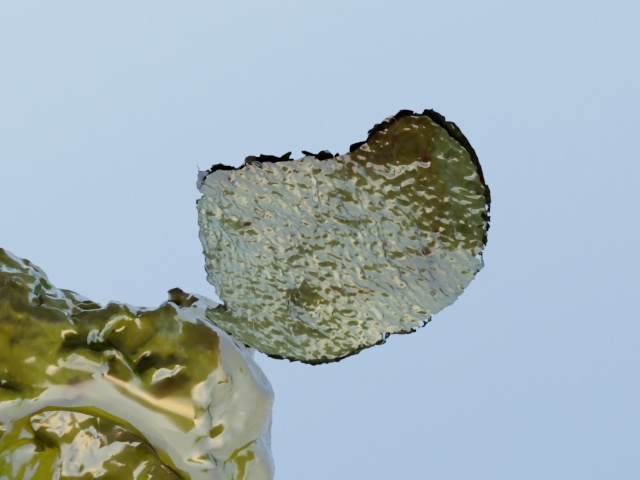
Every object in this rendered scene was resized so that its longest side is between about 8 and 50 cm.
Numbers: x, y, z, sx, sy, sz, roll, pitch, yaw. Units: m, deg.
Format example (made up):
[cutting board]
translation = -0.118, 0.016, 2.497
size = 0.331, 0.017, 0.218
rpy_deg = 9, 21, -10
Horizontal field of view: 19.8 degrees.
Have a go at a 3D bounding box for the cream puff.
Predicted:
[cream puff]
translation = -0.159, 0.132, 1.187
size = 0.281, 0.282, 0.185
rpy_deg = 1, -125, 20

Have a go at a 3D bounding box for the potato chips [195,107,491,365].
[potato chips]
translation = 0.000, 0.000, 0.903
size = 0.142, 0.209, 0.026
rpy_deg = 35, -134, 2
